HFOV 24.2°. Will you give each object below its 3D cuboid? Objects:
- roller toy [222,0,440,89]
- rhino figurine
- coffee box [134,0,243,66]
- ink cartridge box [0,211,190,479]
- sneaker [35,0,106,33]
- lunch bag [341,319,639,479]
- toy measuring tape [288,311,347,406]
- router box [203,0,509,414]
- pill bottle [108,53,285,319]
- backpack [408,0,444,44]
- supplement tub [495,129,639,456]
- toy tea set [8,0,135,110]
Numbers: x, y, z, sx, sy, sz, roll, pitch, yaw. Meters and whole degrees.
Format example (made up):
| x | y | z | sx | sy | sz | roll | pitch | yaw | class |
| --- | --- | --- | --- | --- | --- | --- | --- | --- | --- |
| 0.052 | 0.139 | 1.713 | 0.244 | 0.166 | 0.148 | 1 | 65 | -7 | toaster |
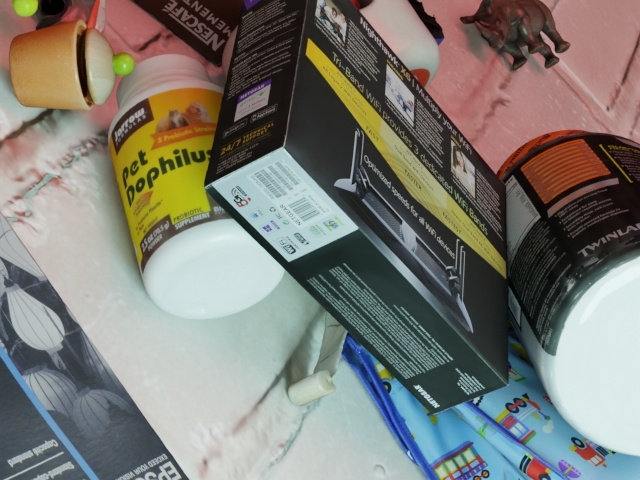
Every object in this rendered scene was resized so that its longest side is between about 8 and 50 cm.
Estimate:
| x | y | z | sx | sy | sz | roll | pitch | yaw | class |
| --- | --- | --- | --- | --- | --- | --- | --- | --- | --- |
| 0.013 | -0.171 | 1.472 | 0.146 | 0.191 | 0.209 | 56 | 28 | 12 | roller toy |
| 0.274 | -0.305 | 2.144 | 0.243 | 0.073 | 0.106 | -9 | 66 | -57 | rhino figurine |
| -0.146 | -0.310 | 1.475 | 0.246 | 0.141 | 0.098 | 38 | 29 | -23 | coffee box |
| -0.194 | 0.119 | 0.953 | 0.333 | 0.065 | 0.165 | 54 | 28 | 8 | ink cartridge box |
| -0.226 | -0.228 | 1.347 | 0.065 | 0.061 | 0.158 | 26 | 34 | -25 | sneaker |
| 0.159 | 0.148 | 1.372 | 0.293 | 0.138 | 0.221 | 48 | 29 | 19 | lunch bag |
| 0.000 | 0.000 | 1.339 | 0.121 | 0.121 | 0.330 | 40 | 38 | -16 | toy measuring tape |
| 0.044 | -0.043 | 1.231 | 0.309 | 0.081 | 0.243 | 46 | 33 | -31 | router box |
| -0.107 | -0.050 | 1.227 | 0.117 | 0.117 | 0.215 | 21 | 38 | -42 | pill bottle |
| 0.079 | -0.243 | 1.753 | 0.098 | 0.101 | 0.120 | 52 | 29 | 11 | backpack |
| 0.264 | 0.029 | 1.354 | 0.207 | 0.207 | 0.338 | 38 | 14 | -19 | supplement tub |
| -0.201 | -0.262 | 1.168 | 0.200 | 0.124 | 0.336 | -91 | 174 | -45 | toy tea set |
